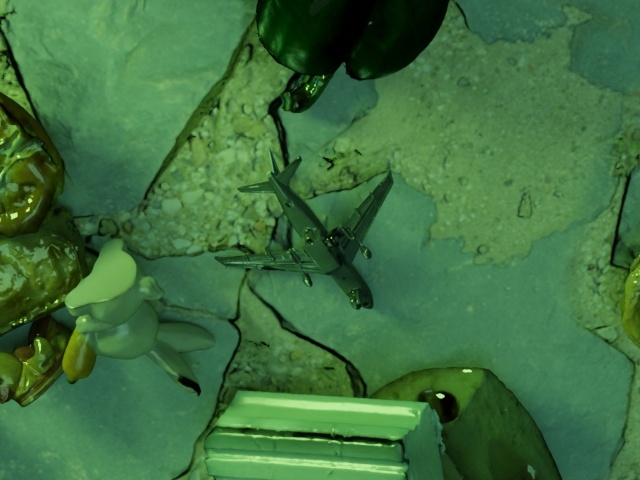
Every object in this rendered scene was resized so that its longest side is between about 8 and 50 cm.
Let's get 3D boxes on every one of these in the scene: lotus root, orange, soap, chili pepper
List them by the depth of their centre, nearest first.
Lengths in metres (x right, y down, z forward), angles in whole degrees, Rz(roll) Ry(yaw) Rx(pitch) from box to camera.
[{"bbox_3d":[0.014,-0.232,1.193,0.173,0.261,0.165,-8,71,-22],"label":"chili pepper"},{"bbox_3d":[-0.338,-0.083,1.213,0.160,0.112,0.170,10,127,-17],"label":"orange"},{"bbox_3d":[0.007,0.250,1.343,0.261,0.094,0.150,0,119,25],"label":"soap"},{"bbox_3d":[0.177,0.295,1.427,0.210,0.142,0.314,-10,113,37],"label":"lotus root"}]

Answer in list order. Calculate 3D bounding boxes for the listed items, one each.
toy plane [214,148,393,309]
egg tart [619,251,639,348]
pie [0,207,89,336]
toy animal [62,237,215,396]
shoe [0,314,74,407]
[{"bbox_3d":[-0.001,0.001,1.327,0.226,0.058,0.226,-26,113,18],"label":"toy plane"},{"bbox_3d":[0.435,0.052,1.404,0.191,0.074,0.191,-3,114,-7],"label":"egg tart"},{"bbox_3d":[-0.387,0.054,1.279,0.282,0.068,0.129,-18,116,0],"label":"pie"},{"bbox_3d":[-0.203,0.104,1.302,0.127,0.131,0.182,10,144,20],"label":"toy animal"},{"bbox_3d":[-0.316,0.131,1.316,0.109,0.072,0.069,-40,99,-14],"label":"shoe"}]
